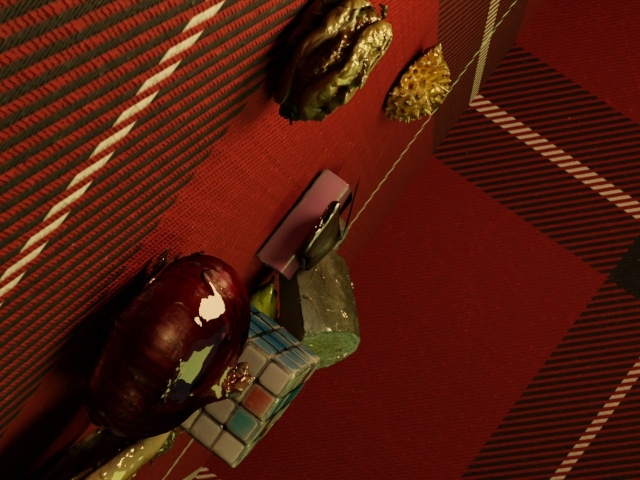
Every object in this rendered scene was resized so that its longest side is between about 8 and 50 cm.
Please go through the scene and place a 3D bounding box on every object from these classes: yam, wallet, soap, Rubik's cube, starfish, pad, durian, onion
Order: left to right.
[{"bbox_3d":[-0.403,0.521,2.318,0.138,0.050,0.247,-56,178,11],"label":"starfish"},{"bbox_3d":[-0.218,0.173,1.299,0.314,0.232,0.314,-50,172,-10],"label":"onion"},{"bbox_3d":[-0.189,0.300,1.885,0.253,0.259,0.256,-56,171,7],"label":"Rubik's cube"},{"bbox_3d":[-0.165,0.200,2.166,0.250,0.101,0.139,115,-23,-49],"label":"durian"},{"bbox_3d":[-0.034,-0.031,1.988,0.259,0.081,0.181,-53,171,-6],"label":"soap"},{"bbox_3d":[-0.007,0.162,2.117,0.202,0.271,0.202,4,144,-30],"label":"yam"},{"bbox_3d":[0.000,0.000,1.920,0.137,0.031,0.255,-50,169,-11],"label":"wallet"},{"bbox_3d":[0.074,-0.080,2.052,0.190,0.004,0.127,-62,167,-76],"label":"pad"},{"bbox_3d":[0.252,-0.358,2.129,0.191,0.112,0.341,-55,174,-3],"label":"durian"}]

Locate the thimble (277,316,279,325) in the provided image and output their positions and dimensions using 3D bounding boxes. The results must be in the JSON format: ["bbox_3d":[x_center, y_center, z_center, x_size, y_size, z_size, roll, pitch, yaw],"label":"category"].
[{"bbox_3d":[-0.129,0.305,2.395,0.143,0.198,0.235,-55,155,-18],"label":"thimble"}]

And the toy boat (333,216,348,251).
[{"bbox_3d":[-0.028,0.011,2.270,0.227,0.085,0.155,-40,160,-13],"label":"toy boat"}]

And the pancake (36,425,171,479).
[{"bbox_3d":[-0.403,0.397,1.416,0.387,0.082,0.387,-32,-175,3],"label":"pancake"}]

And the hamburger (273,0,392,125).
[{"bbox_3d":[0.009,-0.268,1.237,0.183,0.130,0.206,-49,-171,-19],"label":"hamburger"}]
